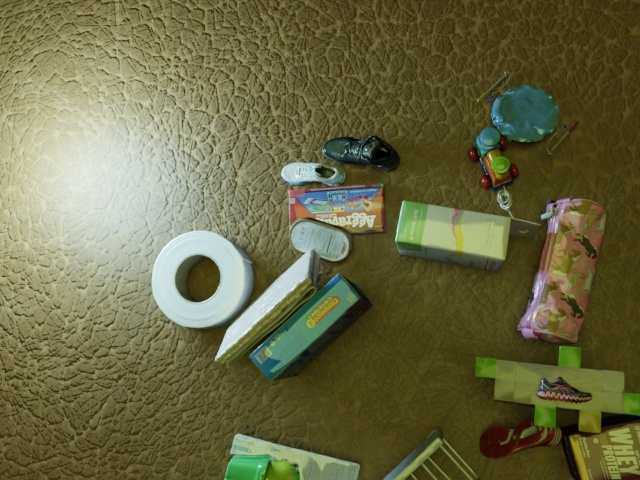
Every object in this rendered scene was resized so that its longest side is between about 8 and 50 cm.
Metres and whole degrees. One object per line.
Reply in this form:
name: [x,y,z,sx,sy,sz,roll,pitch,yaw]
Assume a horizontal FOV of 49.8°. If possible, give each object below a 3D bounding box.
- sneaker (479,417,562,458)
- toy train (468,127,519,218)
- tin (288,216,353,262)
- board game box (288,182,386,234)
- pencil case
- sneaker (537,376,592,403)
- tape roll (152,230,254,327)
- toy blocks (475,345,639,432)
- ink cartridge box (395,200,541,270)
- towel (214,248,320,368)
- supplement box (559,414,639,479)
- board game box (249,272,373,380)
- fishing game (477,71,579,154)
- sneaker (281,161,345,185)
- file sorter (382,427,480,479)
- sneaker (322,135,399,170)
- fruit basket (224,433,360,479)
sneaker: [0.527,0.522,1.779,0.128,0.221,0.087,19,59,-28]
toy train: [0.493,-0.184,1.883,0.105,0.143,0.248,-22,77,7]
tin: [0.000,0.000,1.981,0.190,0.040,0.106,17,106,6]
board game box: [0.048,-0.086,2.011,0.281,0.027,0.145,-4,82,10]
pencil case: [0.634,0.083,1.807,0.167,0.160,0.386,13,84,12]
sneaker: [0.561,0.341,1.583,0.119,0.047,0.057,5,65,15]
tape roll: [-0.341,0.116,2.014,0.286,0.100,0.286,-2,80,11]
toy blocks: [0.587,0.372,1.727,0.382,0.261,0.190,3,76,16]
ink cartridge box: [0.389,-0.001,1.840,0.354,0.207,0.119,10,81,13]
towel: [-0.130,0.176,1.846,0.332,0.317,0.053,-42,99,9]
supplement box: [0.711,0.516,1.703,0.191,0.194,0.129,-15,78,8]
board game box: [-0.013,0.234,1.829,0.308,0.302,0.086,-43,77,2]
fishing game: [0.575,-0.351,1.940,0.264,0.041,0.189,39,77,18]
sneaker: [-0.026,-0.202,2.016,0.191,0.083,0.071,2,83,12]
file sorter: [0.261,0.649,1.769,0.278,0.193,0.173,-44,79,1]
sneaker: [0.110,-0.263,1.977,0.228,0.130,0.087,15,82,15]
fruit basket: [-0.100,0.722,1.865,0.353,0.165,0.326,13,84,-3]
